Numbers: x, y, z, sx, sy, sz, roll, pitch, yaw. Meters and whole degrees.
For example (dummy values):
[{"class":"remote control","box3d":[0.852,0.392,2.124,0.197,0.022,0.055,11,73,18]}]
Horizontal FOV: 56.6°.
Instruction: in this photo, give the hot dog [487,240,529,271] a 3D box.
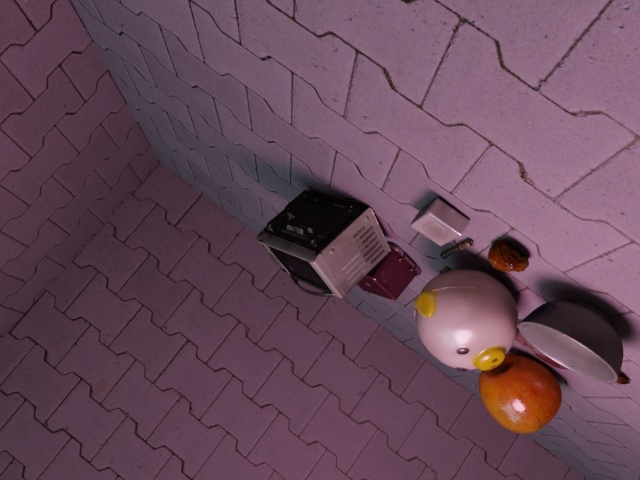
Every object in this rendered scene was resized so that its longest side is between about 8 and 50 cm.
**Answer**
[{"class":"hot dog","box3d":[0.519,0.050,1.647,0.099,0.065,0.147,37,178,1]}]

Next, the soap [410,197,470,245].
[{"class":"soap","box3d":[0.349,-0.053,1.746,0.121,0.063,0.183,35,167,0]}]

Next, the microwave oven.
[{"class":"microwave oven","box3d":[0.000,0.000,2.239,0.394,0.333,0.247,19,146,51]}]

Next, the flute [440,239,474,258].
[{"class":"flute","box3d":[0.431,0.028,1.884,0.027,0.027,0.233,38,167,0]}]

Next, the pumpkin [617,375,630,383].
[{"class":"pumpkin","box3d":[0.944,0.437,1.920,0.073,0.035,0.101,32,167,-26]}]

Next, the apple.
[{"class":"apple","box3d":[0.775,0.589,2.326,0.275,0.299,0.299,52,167,2]}]

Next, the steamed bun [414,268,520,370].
[{"class":"steamed bun","box3d":[0.469,0.255,1.919,0.334,0.334,0.373,30,156,30]}]

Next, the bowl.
[{"class":"bowl","box3d":[0.716,0.256,1.653,0.289,0.146,0.289,34,167,9]}]

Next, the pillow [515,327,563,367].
[{"class":"pillow","box3d":[0.768,0.358,1.993,0.236,0.084,0.223,38,169,9]}]

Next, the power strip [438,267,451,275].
[{"class":"power strip","box3d":[0.531,0.191,2.128,0.270,0.046,0.118,35,167,15]}]

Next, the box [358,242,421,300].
[{"class":"box","box3d":[0.235,0.116,2.385,0.193,0.167,0.294,46,164,-24]}]
